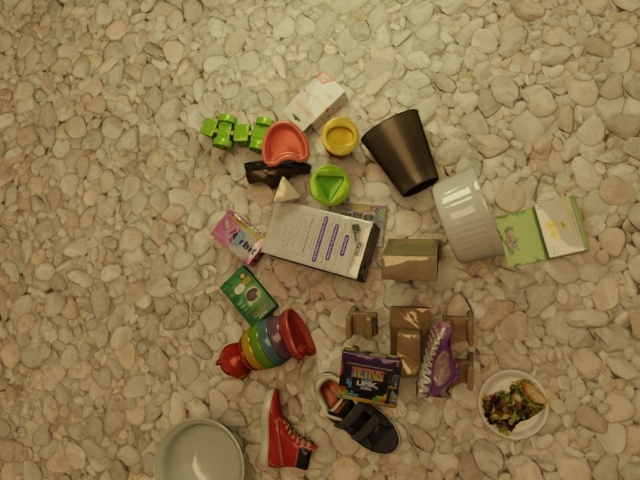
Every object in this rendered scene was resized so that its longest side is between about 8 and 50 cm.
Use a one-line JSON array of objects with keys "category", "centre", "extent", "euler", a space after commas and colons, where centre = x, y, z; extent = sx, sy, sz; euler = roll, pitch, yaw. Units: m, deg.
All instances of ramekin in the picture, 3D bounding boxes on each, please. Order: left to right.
[{"category": "ramekin", "centre": [0.428, -0.067, 1.663], "extent": [0.135, 0.277, 0.278], "euler": [-21, 76, 16]}]

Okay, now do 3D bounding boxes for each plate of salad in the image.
[{"category": "plate of salad", "centre": [0.559, 0.476, 1.649], "extent": [0.199, 0.048, 0.200], "euler": [-2, 80, 12]}]

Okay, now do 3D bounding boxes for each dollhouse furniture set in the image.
[{"category": "dollhouse furniture set", "centre": [0.273, 0.211, 1.710], "extent": [0.361, 0.256, 0.395], "euler": [1, 101, 13]}]

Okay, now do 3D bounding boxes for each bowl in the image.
[{"category": "bowl", "centre": [-0.354, 0.695, 1.772], "extent": [0.297, 0.134, 0.298], "euler": [-2, 80, 13]}]

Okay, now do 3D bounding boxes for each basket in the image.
[{"category": "basket", "centre": [0.265, -0.264, 1.796], "extent": [0.204, 0.154, 0.227], "euler": [-26, 79, 8]}]

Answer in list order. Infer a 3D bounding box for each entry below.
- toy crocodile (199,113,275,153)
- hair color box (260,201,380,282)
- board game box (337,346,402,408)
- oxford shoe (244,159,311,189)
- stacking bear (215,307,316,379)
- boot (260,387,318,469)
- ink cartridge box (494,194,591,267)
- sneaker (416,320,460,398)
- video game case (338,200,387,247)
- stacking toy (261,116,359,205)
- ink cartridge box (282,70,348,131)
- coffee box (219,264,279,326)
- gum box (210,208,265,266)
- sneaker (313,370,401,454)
[{"category": "toy crocodile", "centre": [-0.257, -0.361, 1.961], "extent": [0.340, 0.105, 0.115], "euler": [8, 82, 9]}, {"category": "hair color box", "centre": [0.000, 0.000, 1.815], "extent": [0.338, 0.110, 0.185], "euler": [15, 84, 22]}, {"category": "board game box", "centre": [0.140, 0.388, 1.615], "extent": [0.170, 0.048, 0.141], "euler": [7, 101, 12]}, {"category": "oxford shoe", "centre": [-0.140, -0.224, 1.925], "extent": [0.227, 0.083, 0.096], "euler": [-3, 106, 8]}, {"category": "stacking bear", "centre": [-0.189, 0.343, 1.791], "extent": [0.288, 0.175, 0.164], "euler": [-27, 78, 15]}, {"category": "boot", "centre": [-0.092, 0.580, 1.761], "extent": [0.176, 0.088, 0.245], "euler": [-1, 88, 12]}, {"category": "ink cartridge box", "centre": [0.662, -0.025, 1.711], "extent": [0.234, 0.056, 0.171], "euler": [-13, 78, 8]}, {"category": "sneaker", "centre": [0.331, 0.330, 1.543], "extent": [0.104, 0.095, 0.237], "euler": [12, 110, 6]}, {"category": "video game case", "centre": [0.132, -0.054, 1.854], "extent": [0.157, 0.019, 0.143], "euler": [5, 81, 14]}, {"category": "stacking toy", "centre": [-0.035, -0.249, 1.848], "extent": [0.308, 0.130, 0.280], "euler": [0, 91, -5]}, {"category": "ink cartridge box", "centre": [-0.019, -0.461, 1.934], "extent": [0.198, 0.067, 0.115], "euler": [-43, 74, 1]}, {"category": "coffee box", "centre": [-0.235, 0.186, 1.883], "extent": [0.113, 0.040, 0.184], "euler": [-44, 74, 3]}, {"category": "gum box", "centre": [-0.261, -0.005, 1.910], "extent": [0.188, 0.062, 0.107], "euler": [37, 90, 16]}, {"category": "sneaker", "centre": [0.100, 0.525, 1.706], "extent": [0.321, 0.127, 0.126], "euler": [38, 89, 15]}]
